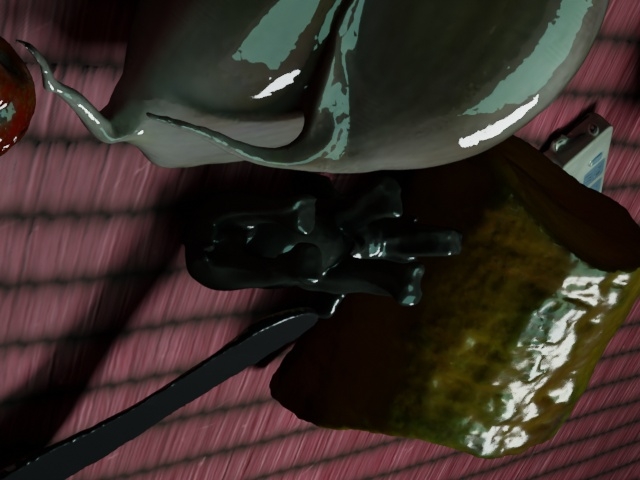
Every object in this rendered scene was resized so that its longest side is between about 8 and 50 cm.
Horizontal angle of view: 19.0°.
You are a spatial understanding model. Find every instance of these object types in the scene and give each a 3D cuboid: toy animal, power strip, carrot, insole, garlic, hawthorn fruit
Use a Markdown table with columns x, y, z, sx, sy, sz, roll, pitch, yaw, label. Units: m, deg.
| x | y | z | sx | sy | sz | roll | pitch | yaw | label |
| --- | --- | --- | --- | --- | --- | --- | --- | --- | --- |
| 0.001 | -0.005 | 1.444 | 0.245 | 0.146 | 0.115 | 16 | 75 | -41 | toy animal |
| 0.252 | -0.058 | 1.931 | 0.081 | 0.035 | 0.192 | -38 | 158 | -18 | power strip |
| 0.129 | 0.060 | 1.647 | 0.241 | 0.241 | 0.341 | -15 | 141 | -52 | carrot |
| -0.151 | 0.139 | 1.459 | 0.348 | 0.009 | 0.119 | -31 | 165 | 14 | insole |
| 0.024 | -0.132 | 1.145 | 0.340 | 0.231 | 0.246 | -47 | 162 | -12 | garlic |
| -0.202 | -0.084 | 1.035 | 0.093 | 0.093 | 0.093 | -37 | 157 | -19 | hawthorn fruit |
